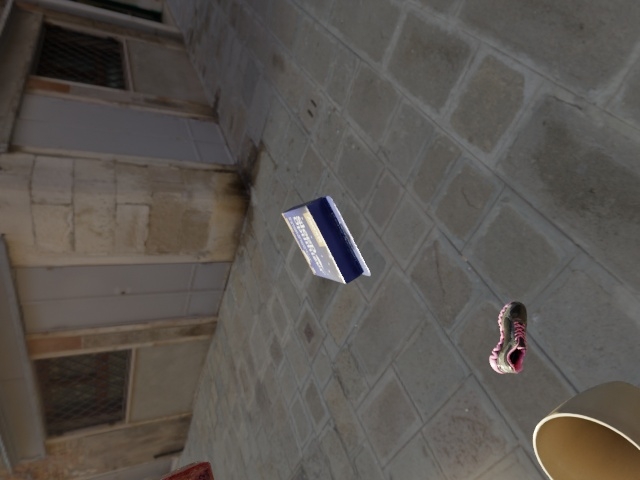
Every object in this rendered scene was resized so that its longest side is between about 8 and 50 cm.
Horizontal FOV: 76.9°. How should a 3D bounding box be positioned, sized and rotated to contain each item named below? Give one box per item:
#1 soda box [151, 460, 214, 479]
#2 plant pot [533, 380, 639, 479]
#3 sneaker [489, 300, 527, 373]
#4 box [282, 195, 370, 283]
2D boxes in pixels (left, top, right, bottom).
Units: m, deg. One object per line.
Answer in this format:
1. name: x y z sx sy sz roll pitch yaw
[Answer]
1. soda box: -0.125 0.379 0.413 0.263 0.084 0.092 68 150 18
2. plant pot: 0.708 0.470 0.984 0.256 0.274 0.256 23 122 42
3. sneaker: 0.312 0.156 0.642 0.057 0.047 0.119 134 152 -80
4. box: 0.000 0.000 0.675 0.136 0.037 0.225 63 164 -7
